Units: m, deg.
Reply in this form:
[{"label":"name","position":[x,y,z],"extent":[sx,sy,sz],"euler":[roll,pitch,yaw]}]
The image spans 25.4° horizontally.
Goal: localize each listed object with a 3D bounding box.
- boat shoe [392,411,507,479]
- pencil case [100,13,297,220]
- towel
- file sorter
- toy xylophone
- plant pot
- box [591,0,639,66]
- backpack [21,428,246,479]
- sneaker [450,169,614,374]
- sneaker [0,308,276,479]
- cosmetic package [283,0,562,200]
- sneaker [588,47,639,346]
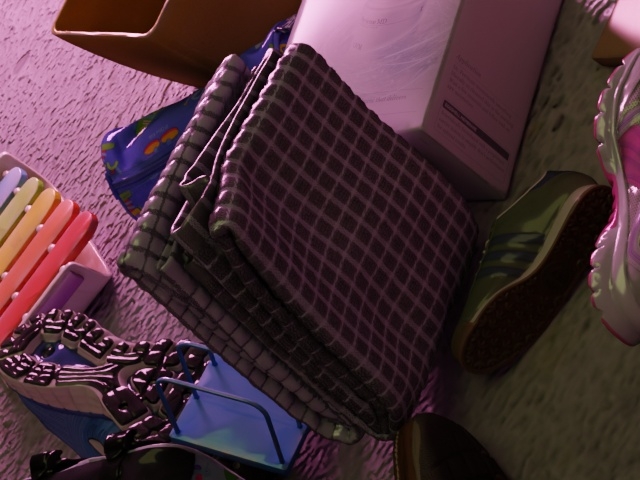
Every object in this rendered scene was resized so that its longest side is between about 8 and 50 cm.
[{"label":"boat shoe","position":[0.097,0.280,1.054],"extent":[0.120,0.123,0.324],"euler":[-39,41,26]},{"label":"pencil case","position":[-0.107,-0.124,1.531],"extent":[0.306,0.133,0.119],"euler":[-27,88,33]},{"label":"towel","position":[0.000,0.000,1.177],"extent":[0.121,0.284,0.235],"euler":[-14,41,44]},{"label":"file sorter","position":[-0.056,0.101,1.279],"extent":[0.118,0.104,0.170],"euler":[13,53,21]},{"label":"toy xylophone","position":[-0.366,0.039,1.726],"extent":[0.236,0.081,0.323],"euler":[-57,39,1]},{"label":"plant pot","position":[-0.142,-0.278,1.624],"extent":[0.212,0.187,0.212],"euler":[11,73,48]},{"label":"box","position":[0.328,-0.224,1.195],"extent":[0.164,0.021,0.201],"euler":[-63,25,-9]},{"label":"backpack","position":[-0.113,0.283,1.165],"extent":[0.225,0.253,0.191],"euler":[-21,55,35]},{"label":"sneaker","position":[0.169,0.020,1.205],"extent":[0.192,0.064,0.086],"euler":[-52,32,5]},{"label":"sneaker","position":[-0.168,0.175,1.410],"extent":[0.330,0.147,0.130],"euler":[18,54,34]},{"label":"cosmetic package","position":[0.082,-0.164,1.355],"extent":[0.224,0.138,0.224],"euler":[-2,62,45]},{"label":"sneaker","position":[0.283,-0.043,1.104],"extent":[0.111,0.103,0.252],"euler":[-11,64,37]}]
